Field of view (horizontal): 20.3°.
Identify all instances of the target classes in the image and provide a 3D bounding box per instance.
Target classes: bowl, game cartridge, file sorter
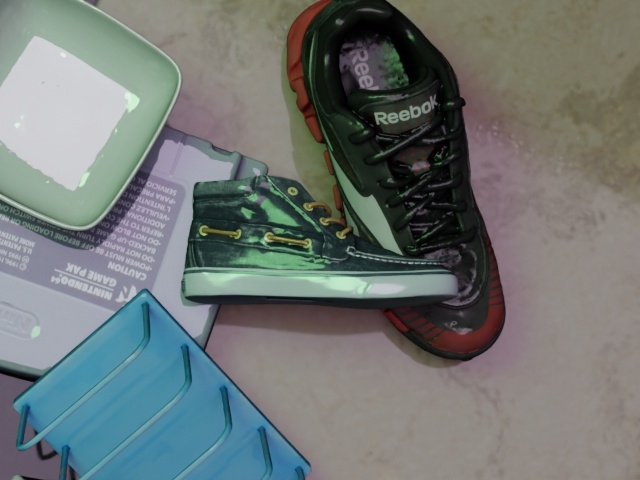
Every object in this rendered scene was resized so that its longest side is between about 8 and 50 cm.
[{"bbox_3d":[-0.178,-0.086,1.186,0.142,0.053,0.142,31,80,-2],"label":"bowl"},{"bbox_3d":[-0.204,-0.010,1.225,0.294,0.060,0.196,20,77,-3],"label":"game cartridge"},{"bbox_3d":[-0.100,0.141,1.154,0.118,0.104,0.170,-41,104,4],"label":"file sorter"}]

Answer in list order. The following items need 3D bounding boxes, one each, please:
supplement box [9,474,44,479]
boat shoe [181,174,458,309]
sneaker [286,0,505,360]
[{"bbox_3d":[-0.159,0.214,1.102,0.130,0.239,0.073,45,80,1],"label":"supplement box"},{"bbox_3d":[0.000,0.000,1.176,0.183,0.065,0.083,2,81,6],"label":"boat shoe"},{"bbox_3d":[0.057,-0.048,1.217,0.098,0.135,0.276,-20,86,-10],"label":"sneaker"}]
